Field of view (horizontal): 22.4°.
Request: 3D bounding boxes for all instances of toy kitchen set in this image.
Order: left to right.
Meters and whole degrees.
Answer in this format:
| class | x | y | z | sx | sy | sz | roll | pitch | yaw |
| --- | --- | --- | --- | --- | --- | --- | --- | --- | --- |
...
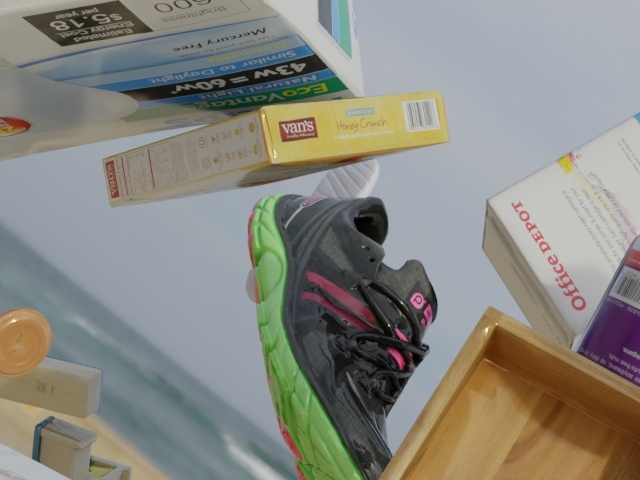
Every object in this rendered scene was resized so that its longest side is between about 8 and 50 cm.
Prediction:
| class | x | y | z | sx | sy | sz | roll | pitch | yaw |
| --- | --- | --- | --- | --- | --- | --- | --- | --- | --- |
| toy kitchen set | -0.310 | 0.230 | 1.977 | 0.122 | 0.207 | 0.166 | 12 | 14 | 17 |

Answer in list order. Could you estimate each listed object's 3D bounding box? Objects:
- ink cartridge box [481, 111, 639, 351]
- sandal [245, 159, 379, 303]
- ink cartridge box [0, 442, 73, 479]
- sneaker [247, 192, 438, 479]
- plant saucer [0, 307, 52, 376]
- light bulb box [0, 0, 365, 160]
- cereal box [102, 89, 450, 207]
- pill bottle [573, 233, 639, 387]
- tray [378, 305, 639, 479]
| class | x | y | z | sx | sy | sz | roll | pitch | yaw |
| --- | --- | --- | --- | --- | --- | --- | --- | --- | --- |
| ink cartridge box | 0.362 | -0.006 | 1.984 | 0.198 | 0.270 | 0.197 | 59 | -6 | 17 |
| sandal | 0.008 | 0.001 | 2.137 | 0.102 | 0.265 | 0.076 | 14 | -34 | 40 |
| ink cartridge box | -0.242 | 0.199 | 1.134 | 0.238 | 0.060 | 0.275 | 19 | 0 | 29 |
| sneaker | 0.037 | 0.104 | 1.792 | 0.185 | 0.202 | 0.483 | 77 | 1 | -46 |
| plant saucer | -0.338 | 0.115 | 1.804 | 0.013 | 0.083 | 0.083 | 33 | -8 | 49 |
| light bulb box | -0.181 | -0.222 | 1.228 | 0.357 | 0.225 | 0.361 | -8 | -11 | 15 |
| cereal box | -0.040 | -0.071 | 1.268 | 0.240 | 0.173 | 0.047 | -11 | -91 | 54 |
| pill bottle | 0.330 | 0.164 | 1.630 | 0.181 | 0.323 | 0.181 | 28 | 1 | 0 |
| tray | 0.116 | 0.261 | 1.214 | 0.202 | 0.411 | 0.076 | 29 | -30 | 12 |
